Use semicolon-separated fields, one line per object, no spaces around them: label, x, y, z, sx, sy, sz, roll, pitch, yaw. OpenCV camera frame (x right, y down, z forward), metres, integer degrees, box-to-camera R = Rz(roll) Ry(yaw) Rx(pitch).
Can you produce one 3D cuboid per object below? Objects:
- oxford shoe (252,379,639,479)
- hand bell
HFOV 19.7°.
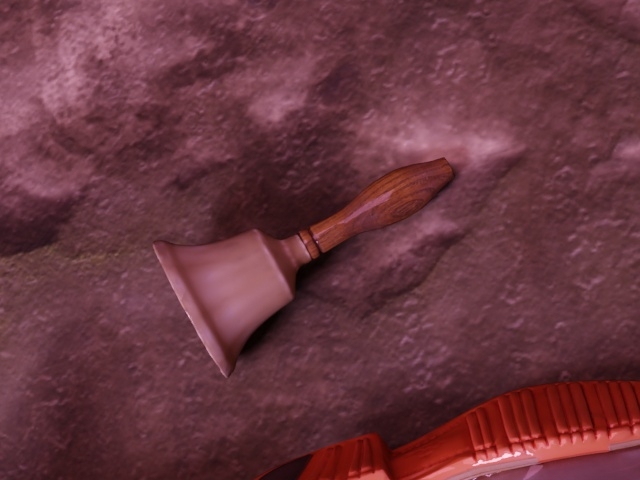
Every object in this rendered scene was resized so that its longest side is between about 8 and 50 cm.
oxford shoe;0.132;0.196;1.372;0.364;0.130;0.132;-15;101;10
hand bell;0.000;0.000;1.493;0.242;0.126;0.126;-28;64;-2
